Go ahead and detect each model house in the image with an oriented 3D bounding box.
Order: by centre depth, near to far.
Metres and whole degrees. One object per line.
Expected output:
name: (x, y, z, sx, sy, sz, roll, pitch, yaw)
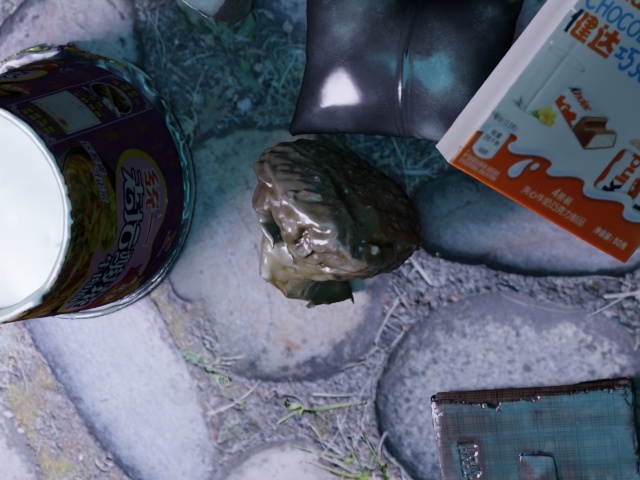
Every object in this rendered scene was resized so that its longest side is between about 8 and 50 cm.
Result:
model house: (-0.109, -0.304, 1.710, 0.088, 0.100, 0.100, 40, 104, 10)

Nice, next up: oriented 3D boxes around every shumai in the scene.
shumai: (0.000, 0.000, 1.701, 0.206, 0.166, 0.175, 47, 123, 36)

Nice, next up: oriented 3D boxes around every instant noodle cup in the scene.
instant noodle cup: (-0.341, -0.053, 1.725, 0.340, 0.266, 0.339, 2, 98, 16)

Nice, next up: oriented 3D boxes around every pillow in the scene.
pillow: (0.089, -0.189, 1.668, 0.250, 0.106, 0.186, 7, 99, 16)

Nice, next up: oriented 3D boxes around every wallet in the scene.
wallet: (0.242, 0.222, 1.722, 0.230, 0.042, 0.124, -6, 93, 15)

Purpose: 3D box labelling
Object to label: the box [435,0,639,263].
box: (0.297, -0.134, 1.569, 0.273, 0.048, 0.265, 26, 109, -31)
